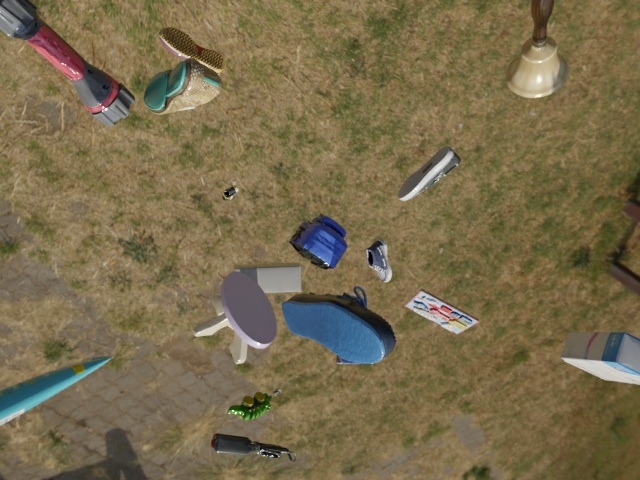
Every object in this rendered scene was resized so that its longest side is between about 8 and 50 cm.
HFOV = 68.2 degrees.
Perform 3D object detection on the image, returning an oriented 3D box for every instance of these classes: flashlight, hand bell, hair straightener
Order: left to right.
[{"bbox_3d":[-0.531,-0.370,0.979,0.103,0.103,0.304,2,154,29],"label":"flashlight"},{"bbox_3d":[-0.166,0.548,1.228,0.230,0.089,0.047,20,73,-15],"label":"hair straightener"},{"bbox_3d":[0.430,-0.404,0.921,0.126,0.126,0.242,-34,152,5],"label":"hand bell"}]

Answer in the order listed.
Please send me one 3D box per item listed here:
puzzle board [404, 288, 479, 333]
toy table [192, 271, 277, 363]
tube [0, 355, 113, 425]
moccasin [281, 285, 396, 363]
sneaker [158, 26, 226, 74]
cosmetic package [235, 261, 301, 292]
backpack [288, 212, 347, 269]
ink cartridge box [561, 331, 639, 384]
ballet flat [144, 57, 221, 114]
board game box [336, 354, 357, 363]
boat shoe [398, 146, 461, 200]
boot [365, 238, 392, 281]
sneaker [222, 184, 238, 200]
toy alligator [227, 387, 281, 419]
[{"bbox_3d":[0.244,0.150,0.968,0.128,0.011,0.096,29,151,3],"label":"puzzle board"},{"bbox_3d":[-0.270,0.257,1.548,0.252,0.274,0.161,16,131,-38],"label":"toy table"},{"bbox_3d":[-0.460,0.244,0.795,0.207,0.080,0.052,-24,103,-51],"label":"tube"},{"bbox_3d":[0.041,0.151,0.988,0.116,0.342,0.138,-20,109,-31],"label":"moccasin"},{"bbox_3d":[-0.351,-0.491,1.263,0.185,0.070,0.083,22,157,-33],"label":"sneaker"},{"bbox_3d":[-0.186,0.137,1.742,0.237,0.127,0.107,-5,94,-4],"label":"cosmetic package"},{"bbox_3d":[0.000,0.000,0.964,0.097,0.120,0.101,32,89,-16],"label":"backpack"},{"bbox_3d":[0.451,0.180,0.726,0.088,0.122,0.052,26,75,-3],"label":"ink cartridge box"},{"bbox_3d":[-0.206,-0.220,0.708,0.067,0.206,0.073,10,94,-35],"label":"ballet flat"},{"bbox_3d":[0.104,0.402,1.718,0.090,0.090,0.020,-4,155,18],"label":"board game box"},{"bbox_3d":[0.210,-0.121,0.918,0.040,0.049,0.142,30,126,-23],"label":"boat shoe"},{"bbox_3d":[0.216,0.091,1.804,0.086,0.069,0.190,-34,122,-35],"label":"boot"},{"bbox_3d":[-0.266,-0.135,1.352,0.035,0.031,0.083,-32,-178,-39],"label":"sneaker"},{"bbox_3d":[-0.157,0.431,1.234,0.189,0.051,0.056,-1,126,-51],"label":"toy alligator"}]
